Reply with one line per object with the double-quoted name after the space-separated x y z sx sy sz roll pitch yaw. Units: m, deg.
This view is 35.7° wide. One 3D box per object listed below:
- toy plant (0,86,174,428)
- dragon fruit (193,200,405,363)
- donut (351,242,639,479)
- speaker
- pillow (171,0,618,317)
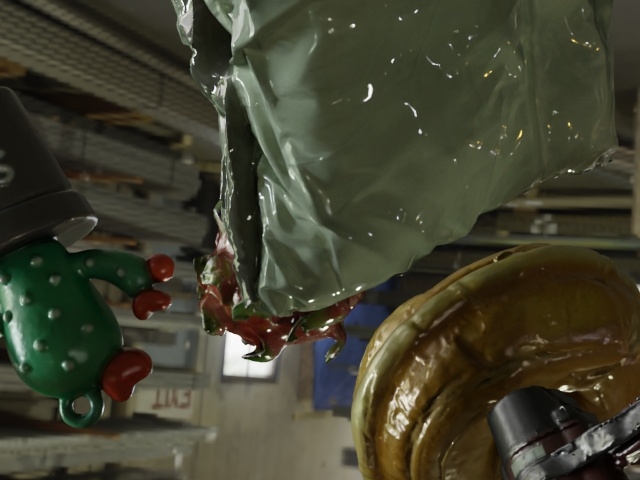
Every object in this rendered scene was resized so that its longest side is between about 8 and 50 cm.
-0.348 0.032 1.158 0.279 0.400 0.185 -26 178 -27 "toy plant"
0.002 0.003 0.800 0.135 0.236 0.137 49 177 26 "dragon fruit"
0.247 0.202 1.318 0.449 0.449 0.198 8 -153 -31 "donut"
0.267 0.260 0.923 0.198 0.329 0.259 -4 141 -13 "speaker"
0.056 -0.120 0.574 0.310 0.283 0.138 -28 -154 -23 "pillow"
